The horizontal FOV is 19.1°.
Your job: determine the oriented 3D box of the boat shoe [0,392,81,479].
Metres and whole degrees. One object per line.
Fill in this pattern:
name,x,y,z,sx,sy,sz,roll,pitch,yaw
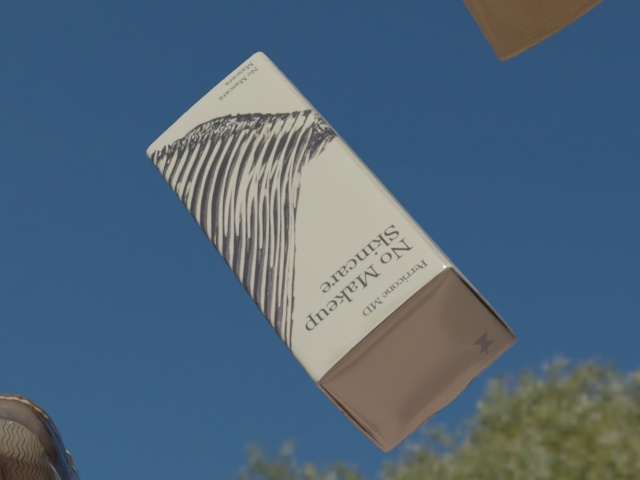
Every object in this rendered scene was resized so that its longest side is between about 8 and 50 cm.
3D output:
boat shoe,-0.202,0.180,1.127,0.132,0.130,0.355,7,-38,-7

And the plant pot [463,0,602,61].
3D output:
plant pot,0.136,-0.187,1.101,0.096,0.109,0.109,-15,-61,40

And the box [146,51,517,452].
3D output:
box,0.000,0.000,1.211,0.113,0.275,0.094,-42,-47,1
